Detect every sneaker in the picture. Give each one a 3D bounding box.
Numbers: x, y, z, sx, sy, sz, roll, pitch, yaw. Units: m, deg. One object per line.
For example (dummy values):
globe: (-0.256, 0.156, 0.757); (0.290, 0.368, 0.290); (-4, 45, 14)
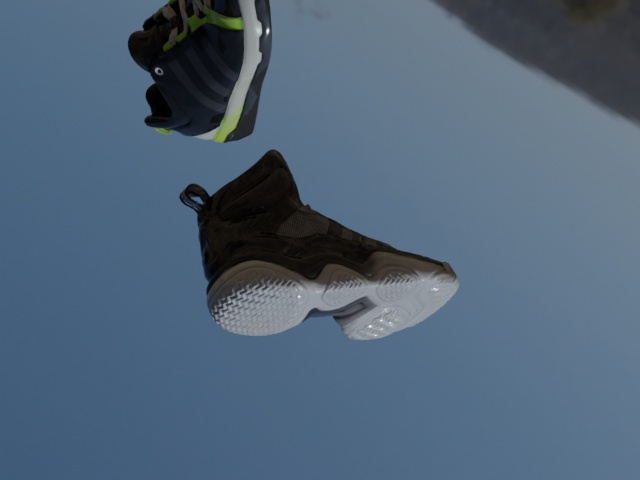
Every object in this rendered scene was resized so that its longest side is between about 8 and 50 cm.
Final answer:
sneaker: (-0.090, -0.140, 1.223); (0.097, 0.235, 0.084); (0, -123, -8)
sneaker: (0.000, 0.000, 1.485); (0.268, 0.101, 0.153); (2, -127, -40)
